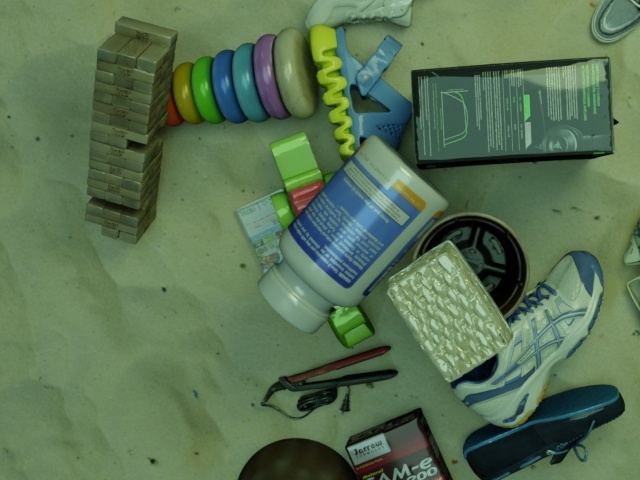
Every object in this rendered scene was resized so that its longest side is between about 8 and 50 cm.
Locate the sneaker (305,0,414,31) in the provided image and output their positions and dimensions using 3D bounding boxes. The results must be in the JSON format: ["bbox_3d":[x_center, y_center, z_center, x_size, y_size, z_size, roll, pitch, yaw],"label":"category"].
[{"bbox_3d":[0.088,-0.366,1.488,0.232,0.090,0.115,-30,92,10],"label":"sneaker"}]

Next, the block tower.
[{"bbox_3d":[-0.290,-0.160,1.471,0.091,0.097,0.335,16,124,4],"label":"block tower"}]

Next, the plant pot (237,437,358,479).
[{"bbox_3d":[-0.051,0.436,1.480,0.215,0.230,0.215,0,94,8],"label":"plant pot"}]

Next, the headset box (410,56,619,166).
[{"bbox_3d":[0.277,-0.176,1.391,0.283,0.246,0.131,-3,92,7],"label":"headset box"}]

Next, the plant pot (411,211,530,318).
[{"bbox_3d":[0.222,0.038,1.451,0.167,0.165,0.167,1,94,8],"label":"plant pot"}]

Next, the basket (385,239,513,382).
[{"bbox_3d":[0.176,0.098,1.325,0.113,0.103,0.167,-35,89,10],"label":"basket"}]

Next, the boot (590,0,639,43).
[{"bbox_3d":[0.476,-0.374,1.430,0.069,0.086,0.190,42,98,4],"label":"boot"}]

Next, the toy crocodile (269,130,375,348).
[{"bbox_3d":[0.000,0.000,1.503,0.115,0.105,0.341,-15,91,-1],"label":"toy crocodile"}]

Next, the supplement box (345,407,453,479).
[{"bbox_3d":[0.147,0.402,1.529,0.130,0.073,0.239,-25,89,9],"label":"supplement box"}]

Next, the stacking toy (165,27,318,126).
[{"bbox_3d":[-0.176,-0.233,1.524,0.330,0.141,0.141,-9,92,16],"label":"stacking toy"}]

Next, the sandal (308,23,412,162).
[{"bbox_3d":[0.082,-0.184,1.475,0.138,0.126,0.317,-15,101,1],"label":"sandal"}]

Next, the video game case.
[{"bbox_3d":[-0.074,-0.012,1.568,0.087,0.011,0.122,-24,89,8],"label":"video game case"}]

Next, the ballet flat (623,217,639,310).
[{"bbox_3d":[0.491,0.046,1.467,0.070,0.070,0.188,-11,88,9],"label":"ballet flat"}]

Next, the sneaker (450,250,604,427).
[{"bbox_3d":[0.306,0.133,1.448,0.131,0.112,0.296,30,90,-17],"label":"sneaker"}]

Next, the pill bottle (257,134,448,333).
[{"bbox_3d":[0.038,-0.003,1.375,0.152,0.152,0.272,43,99,4],"label":"pill bottle"}]

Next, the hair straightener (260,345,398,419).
[{"bbox_3d":[0.016,0.240,1.551,0.230,0.047,0.089,-18,90,9],"label":"hair straightener"}]

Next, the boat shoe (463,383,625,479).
[{"bbox_3d":[0.349,0.298,1.493,0.258,0.109,0.089,-25,97,25],"label":"boat shoe"}]
